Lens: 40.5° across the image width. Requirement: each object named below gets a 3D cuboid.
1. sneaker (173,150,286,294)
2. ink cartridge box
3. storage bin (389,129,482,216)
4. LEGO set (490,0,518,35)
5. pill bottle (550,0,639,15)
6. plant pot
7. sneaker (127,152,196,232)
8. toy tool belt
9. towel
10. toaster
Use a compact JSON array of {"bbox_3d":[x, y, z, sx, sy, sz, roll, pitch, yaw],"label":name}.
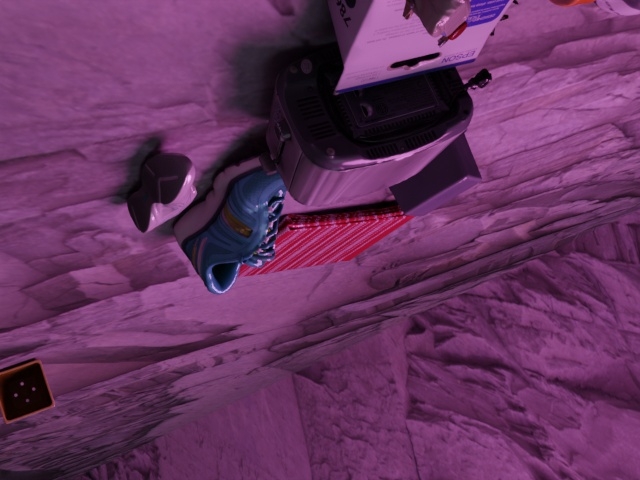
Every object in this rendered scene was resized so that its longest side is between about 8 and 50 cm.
[{"bbox_3d":[-0.078,-0.026,1.048,0.107,0.109,0.275,-11,159,-39],"label":"sneaker"},{"bbox_3d":[0.109,-0.242,0.689,0.166,0.065,0.332,-17,162,-22],"label":"ink cartridge box"},{"bbox_3d":[0.152,-0.095,1.185,0.135,0.091,0.098,-31,163,28],"label":"storage bin"},{"bbox_3d":[0.174,-0.242,0.873,0.054,0.023,0.083,-17,150,-29],"label":"LEGO set"},{"bbox_3d":[0.309,-0.270,0.750,0.246,0.130,0.130,-17,163,-13],"label":"pill bottle"},{"bbox_3d":[-0.488,0.250,1.429,0.081,0.081,0.083,-18,174,-19],"label":"plant pot"},{"bbox_3d":[-0.162,-0.059,0.940,0.061,0.053,0.152,-25,173,-33],"label":"sneaker"},{"bbox_3d":[0.088,-0.185,0.669,0.052,0.051,0.083,-43,172,11],"label":"toy tool belt"},{"bbox_3d":[0.000,0.000,1.395,0.275,0.031,0.199,-7,160,-40],"label":"towel"},{"bbox_3d":[0.049,-0.122,0.889,0.227,0.129,0.146,-20,168,-21],"label":"toaster"}]
